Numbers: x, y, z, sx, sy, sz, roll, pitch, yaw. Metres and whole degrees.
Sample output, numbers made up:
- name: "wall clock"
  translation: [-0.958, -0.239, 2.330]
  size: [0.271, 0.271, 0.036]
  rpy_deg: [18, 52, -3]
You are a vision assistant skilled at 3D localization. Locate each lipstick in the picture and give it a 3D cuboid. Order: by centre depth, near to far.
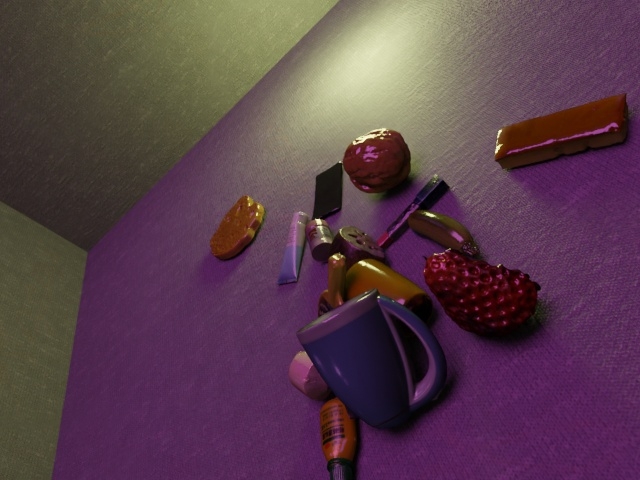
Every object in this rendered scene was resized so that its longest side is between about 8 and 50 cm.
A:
- name: "lipstick"
  translation: [0.309, -0.091, 1.768]
  size: [0.312, 0.051, 0.051]
  rpy_deg: [-47, 36, 7]

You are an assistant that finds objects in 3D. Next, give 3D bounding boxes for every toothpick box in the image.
- name: "toothpick box"
  translation: [0.201, 0.175, 1.533]
  size: [0.175, 0.175, 0.271]
  rpy_deg: [-54, 38, -6]
- name: "toothpick box"
  translation: [0.000, 0.000, 1.976]
  size: [0.098, 0.098, 0.149]
  rpy_deg: [-38, 38, 16]

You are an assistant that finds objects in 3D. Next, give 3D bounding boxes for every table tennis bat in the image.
- name: "table tennis bat"
  translation: [0.045, 0.209, 1.579]
  size: [0.054, 0.368, 0.224]
  rpy_deg: [-10, 30, -22]

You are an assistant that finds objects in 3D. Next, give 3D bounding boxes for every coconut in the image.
- name: "coconut"
  translation: [-0.011, 0.409, 1.574]
  size: [0.153, 0.147, 0.147]
  rpy_deg: [12, 67, 54]

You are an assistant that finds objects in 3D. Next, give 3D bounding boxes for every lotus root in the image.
- name: "lotus root"
  translation: [0.115, 0.045, 1.775]
  size: [0.235, 0.138, 0.118]
  rpy_deg: [51, 129, 49]

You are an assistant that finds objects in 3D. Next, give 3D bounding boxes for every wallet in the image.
- name: "wallet"
  translation: [0.031, -0.207, 2.196]
  size: [0.146, 0.030, 0.285]
  rpy_deg: [-23, 44, 28]

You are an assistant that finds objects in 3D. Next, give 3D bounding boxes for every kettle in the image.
- name: "kettle"
  translation: [0.153, 0.314, 1.348]
  size: [0.320, 0.342, 0.247]
  rpy_deg: [-32, -5, 21]

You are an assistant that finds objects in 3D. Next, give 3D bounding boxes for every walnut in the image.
- name: "walnut"
  translation: [0.205, -0.296, 1.914]
  size: [0.257, 0.225, 0.256]
  rpy_deg: [-4, 84, 36]

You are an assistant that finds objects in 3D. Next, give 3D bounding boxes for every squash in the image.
- name: "squash"
  translation: [0.384, -0.031, 1.598]
  size: [0.094, 0.094, 0.341]
  rpy_deg: [-51, 32, -2]

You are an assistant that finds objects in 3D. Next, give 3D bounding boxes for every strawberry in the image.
- name: "strawberry"
  translation: [0.396, 0.148, 1.268]
  size: [0.254, 0.280, 0.150]
  rpy_deg: [-4, 57, 34]

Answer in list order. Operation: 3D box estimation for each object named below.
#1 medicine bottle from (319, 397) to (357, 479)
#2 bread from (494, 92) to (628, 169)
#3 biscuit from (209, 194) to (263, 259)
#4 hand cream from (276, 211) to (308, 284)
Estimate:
- name: "medicine bottle"
  translation: [0.053, 0.582, 1.398]
  size: [0.111, 0.076, 0.308]
  rpy_deg: [-32, 39, 25]
- name: "bread"
  translation: [0.704, -0.313, 1.518]
  size: [0.361, 0.077, 0.138]
  rpy_deg: [-10, 50, 43]
- name: "biscuit"
  translation: [-0.399, -0.062, 2.506]
  size: [0.312, 0.057, 0.351]
  rpy_deg: [5, 63, 49]
- name: "hand cream"
  translation: [-0.104, 0.034, 2.106]
  size: [0.111, 0.070, 0.312]
  rpy_deg: [-12, 58, 39]
